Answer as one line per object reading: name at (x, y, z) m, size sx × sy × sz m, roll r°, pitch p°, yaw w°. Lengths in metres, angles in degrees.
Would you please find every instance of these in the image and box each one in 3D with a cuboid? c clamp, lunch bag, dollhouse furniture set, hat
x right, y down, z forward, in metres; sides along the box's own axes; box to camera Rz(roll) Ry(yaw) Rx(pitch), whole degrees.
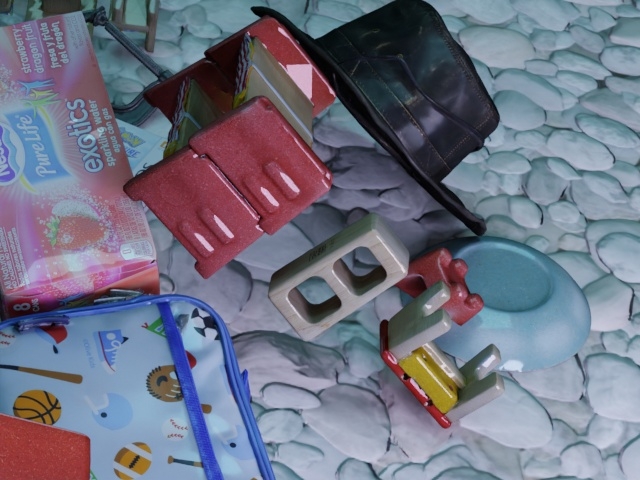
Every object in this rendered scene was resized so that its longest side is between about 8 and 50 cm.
c clamp at (-0.210, -0.188, 2.117) m, size 0.160 × 0.022 × 0.137 m, roll 37°, pitch 76°, yaw 0°
lunch bag at (-0.157, 0.180, 1.654) m, size 0.243 × 0.115 × 0.303 m, roll -7°, pitch 55°, yaw -16°
dollhouse furniture set at (0.000, 0.000, 1.840) m, size 0.374 × 0.152 × 0.201 m, roll 50°, pitch 19°, yaw -20°
hat at (0.087, -0.161, 1.987) m, size 0.134 × 0.331 × 0.331 m, roll -45°, pitch 55°, yaw 3°
dollhouse furniture set at (-0.283, -0.315, 2.247) m, size 0.212 × 0.161 × 0.242 m, roll 7°, pitch 62°, yaw -5°

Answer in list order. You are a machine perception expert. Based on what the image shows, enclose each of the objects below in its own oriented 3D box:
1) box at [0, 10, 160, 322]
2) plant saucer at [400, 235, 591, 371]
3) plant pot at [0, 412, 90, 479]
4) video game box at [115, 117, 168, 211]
box at (-0.248, -0.044, 1.836) m, size 0.142 × 0.154 × 0.300 m, roll -13°, pitch 57°, yaw -11°
plant saucer at (0.177, 0.049, 1.974) m, size 0.195 × 0.037 × 0.195 m, roll 7°, pitch 40°, yaw -6°
plant pot at (-0.329, 0.268, 1.394) m, size 0.267 × 0.267 × 0.236 m, roll 22°, pitch 49°, yaw -46°
video game box at (-0.269, -0.068, 1.997) m, size 0.205 × 0.048 × 0.187 m, roll 22°, pitch 40°, yaw 12°
